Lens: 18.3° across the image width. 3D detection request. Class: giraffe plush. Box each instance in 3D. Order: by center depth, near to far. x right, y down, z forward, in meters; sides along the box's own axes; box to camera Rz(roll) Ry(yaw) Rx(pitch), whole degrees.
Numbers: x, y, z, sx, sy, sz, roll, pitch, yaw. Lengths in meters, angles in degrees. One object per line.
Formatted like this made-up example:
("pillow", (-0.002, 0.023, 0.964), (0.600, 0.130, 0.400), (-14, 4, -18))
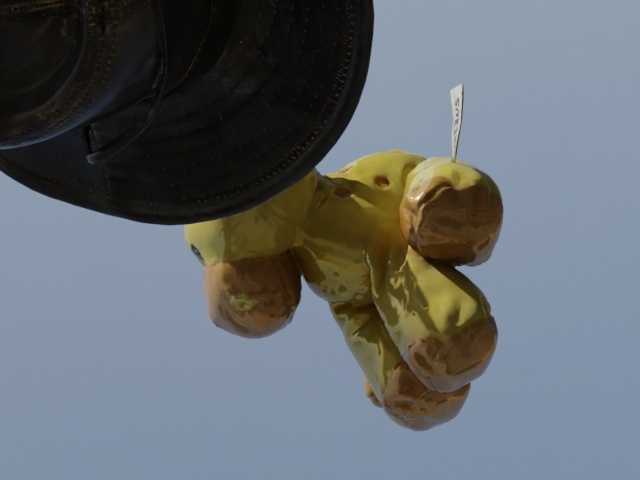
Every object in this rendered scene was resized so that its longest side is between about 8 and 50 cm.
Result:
("giraffe plush", (0.000, 0.000, 1.149), (0.171, 0.181, 0.210), (4, -117, -11))

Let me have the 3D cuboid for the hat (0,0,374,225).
("hat", (-0.148, -0.119, 0.870), (0.331, 0.331, 0.134), (45, -135, 2))
